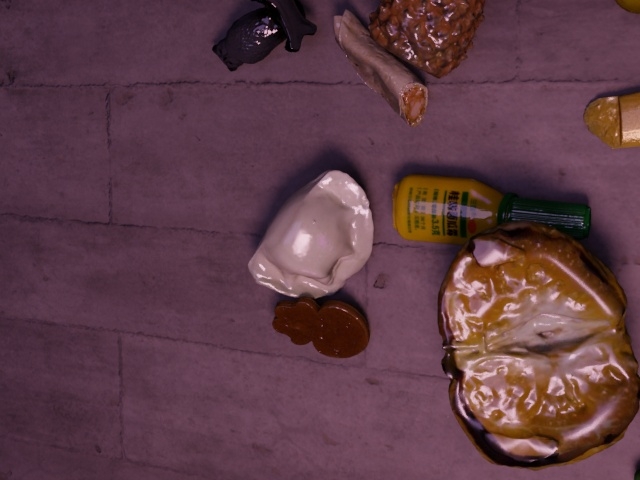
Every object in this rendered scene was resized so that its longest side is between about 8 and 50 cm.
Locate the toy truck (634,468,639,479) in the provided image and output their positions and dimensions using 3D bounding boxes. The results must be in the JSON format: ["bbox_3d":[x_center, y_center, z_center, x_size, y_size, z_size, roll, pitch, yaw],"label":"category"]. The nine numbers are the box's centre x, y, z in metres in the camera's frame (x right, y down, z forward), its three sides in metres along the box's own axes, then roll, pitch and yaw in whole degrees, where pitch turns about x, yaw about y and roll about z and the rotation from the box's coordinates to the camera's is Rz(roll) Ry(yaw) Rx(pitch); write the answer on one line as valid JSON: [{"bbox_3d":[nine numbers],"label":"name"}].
[{"bbox_3d":[0.590,0.353,1.121,0.243,0.101,0.125,-32,43,25],"label":"toy truck"}]

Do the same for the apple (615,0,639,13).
[{"bbox_3d":[0.462,-0.369,1.093,0.090,0.074,0.089,0,101,2],"label":"apple"}]

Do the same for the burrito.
[{"bbox_3d":[0.092,-0.288,1.261,0.060,0.087,0.226,-36,77,-16],"label":"burrito"}]

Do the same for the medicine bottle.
[{"bbox_3d":[0.268,-0.043,1.220,0.309,0.076,0.111,6,107,21],"label":"medicine bottle"}]

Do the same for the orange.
[{"bbox_3d":[0.322,0.149,1.150,0.271,0.210,0.368,-9,92,17],"label":"orange"}]

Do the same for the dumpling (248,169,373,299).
[{"bbox_3d":[0.000,0.000,1.320,0.179,0.131,0.252,34,107,-9],"label":"dumpling"}]

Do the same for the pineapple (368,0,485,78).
[{"bbox_3d":[0.208,-0.424,1.154,0.169,0.169,0.340,32,104,16],"label":"pineapple"}]

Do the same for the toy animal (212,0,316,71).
[{"bbox_3d":[-0.104,-0.373,1.331,0.210,0.117,0.121,-12,121,47],"label":"toy animal"}]

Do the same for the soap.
[{"bbox_3d":[0.478,-0.178,1.134,0.169,0.033,0.089,-8,92,25],"label":"soap"}]

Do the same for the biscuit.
[{"bbox_3d":[0.003,0.149,1.357,0.175,0.026,0.124,16,126,5],"label":"biscuit"}]
